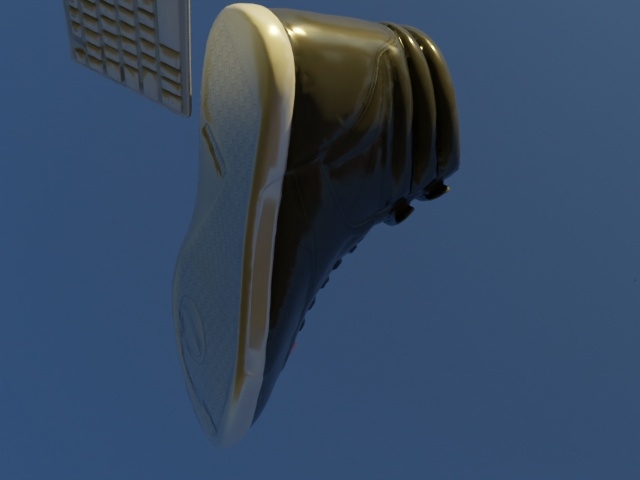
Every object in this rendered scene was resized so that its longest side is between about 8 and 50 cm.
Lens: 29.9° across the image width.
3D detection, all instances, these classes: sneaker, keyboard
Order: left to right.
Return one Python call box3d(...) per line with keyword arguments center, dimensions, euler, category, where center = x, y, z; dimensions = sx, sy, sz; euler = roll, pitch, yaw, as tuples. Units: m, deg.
box3d(center=(-0.086, -0.142, 0.507), dimensions=(0.072, 0.256, 0.014), euler=(32, -117, 12), category="keyboard")
box3d(center=(0.000, 0.000, 0.704), dimensions=(0.104, 0.147, 0.295), euler=(49, -42, 43), category="sneaker")
